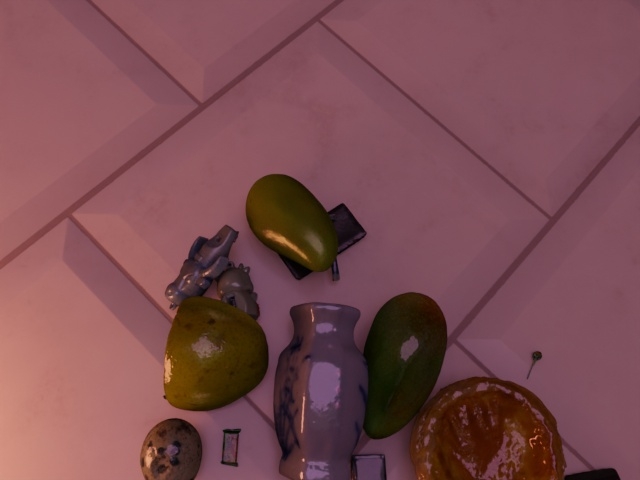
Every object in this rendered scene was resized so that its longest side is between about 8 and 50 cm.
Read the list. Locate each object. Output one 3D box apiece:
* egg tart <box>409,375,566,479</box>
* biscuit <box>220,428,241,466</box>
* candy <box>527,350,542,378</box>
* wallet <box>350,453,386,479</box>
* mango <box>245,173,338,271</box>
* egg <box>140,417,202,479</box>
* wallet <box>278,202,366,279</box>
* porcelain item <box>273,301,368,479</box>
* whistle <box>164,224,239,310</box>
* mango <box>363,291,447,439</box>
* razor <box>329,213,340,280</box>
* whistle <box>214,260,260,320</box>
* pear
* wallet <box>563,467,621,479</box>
[{"bbox_3d":[0.403,0.529,1.359,0.388,0.169,0.388,2,68,-4],"label":"egg tart"},{"bbox_3d":[-0.223,0.512,1.374,0.046,0.016,0.089,4,71,-5],"label":"biscuit"},{"bbox_3d":[0.584,0.342,1.522,0.023,0.025,0.083,19,77,30],"label":"candy"},{"bbox_3d":[0.120,0.599,1.375,0.088,0.026,0.129,-2,72,-3],"label":"wallet"},{"bbox_3d":[-0.076,-0.043,1.481,0.192,0.156,0.343,-36,56,-9],"label":"mango"},{"bbox_3d":[-0.349,0.510,1.296,0.141,0.141,0.181,3,80,-5],"label":"egg"},{"bbox_3d":[0.000,0.000,1.571,0.244,0.025,0.124,-33,76,-12],"label":"wallet"},{"bbox_3d":[0.001,0.361,1.337,0.178,0.242,0.405,10,74,-26],"label":"porcelain item"},{"bbox_3d":[-0.311,0.073,1.454,0.093,0.180,0.269,35,87,-36],"label":"whistle"},{"bbox_3d":[0.197,0.307,1.380,0.201,0.225,0.382,24,71,-1],"label":"mango"},{"bbox_3d":[0.027,0.017,1.532,0.068,0.037,0.191,-9,72,-7],"label":"razor"},{"bbox_3d":[-0.213,0.170,1.448,0.106,0.102,0.253,12,55,-46],"label":"whistle"},{"bbox_3d":[-0.246,0.288,1.339,0.239,0.139,0.288,5,88,-1],"label":"pear"},{"bbox_3d":[0.716,0.710,1.393,0.168,0.052,0.245,-5,69,-11],"label":"wallet"}]
